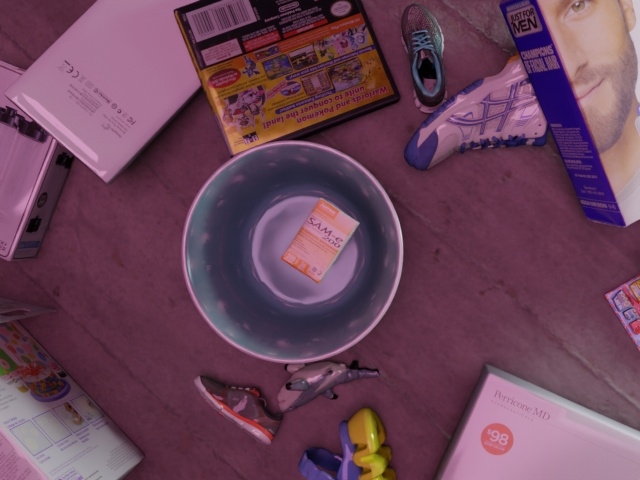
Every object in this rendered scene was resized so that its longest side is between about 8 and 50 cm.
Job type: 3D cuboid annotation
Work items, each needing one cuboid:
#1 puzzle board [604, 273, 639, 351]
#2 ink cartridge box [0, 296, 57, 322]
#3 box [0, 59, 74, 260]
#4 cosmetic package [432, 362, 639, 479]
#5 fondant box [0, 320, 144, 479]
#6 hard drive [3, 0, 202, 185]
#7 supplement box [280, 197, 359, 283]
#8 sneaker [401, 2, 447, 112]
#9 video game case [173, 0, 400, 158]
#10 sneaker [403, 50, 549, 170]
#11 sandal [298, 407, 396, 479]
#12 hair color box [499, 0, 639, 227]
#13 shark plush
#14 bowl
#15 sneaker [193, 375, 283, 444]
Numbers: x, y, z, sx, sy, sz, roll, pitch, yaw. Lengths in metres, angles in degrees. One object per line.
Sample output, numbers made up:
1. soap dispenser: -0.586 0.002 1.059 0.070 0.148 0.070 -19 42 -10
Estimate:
1. puzzle board: 0.496 0.111 1.138 0.096 0.011 0.128 -32 86 8
2. ink cartridge box: -0.567 0.117 1.209 0.232 0.189 0.066 16 93 7
3. box: -0.499 -0.130 1.248 0.169 0.087 0.289 22 94 8
4. cosmetic package: 0.359 0.388 1.120 0.377 0.097 0.284 23 92 7
5. fondant box: -0.450 0.274 1.169 0.096 0.238 0.330 -45 84 8
6. hard drive: -0.296 -0.264 1.183 0.203 0.040 0.307 41 79 -3
7. supplement box: 0.000 0.000 1.035 0.062 0.036 0.098 33 95 6
8. sneaker: 0.158 -0.278 1.152 0.065 0.076 0.166 -13 89 8
9. video game case: -0.051 -0.280 1.175 0.275 0.035 0.248 -22 87 -6
10. sneaker: 0.264 -0.176 1.120 0.296 0.112 0.131 -35 86 8
11. sandal: 0.056 0.419 1.161 0.138 0.126 0.317 -15 80 13
12. hair color box: 0.401 -0.210 1.040 0.185 0.110 0.338 -28 101 -6
13. shark plush: 0.009 0.221 1.208 0.161 0.073 0.067 -17 108 -12
14. bowl: -0.030 0.016 1.140 0.312 0.163 0.311 0 90 9
15. sneaker: -0.128 0.255 1.221 0.158 0.061 0.065 36 69 6
